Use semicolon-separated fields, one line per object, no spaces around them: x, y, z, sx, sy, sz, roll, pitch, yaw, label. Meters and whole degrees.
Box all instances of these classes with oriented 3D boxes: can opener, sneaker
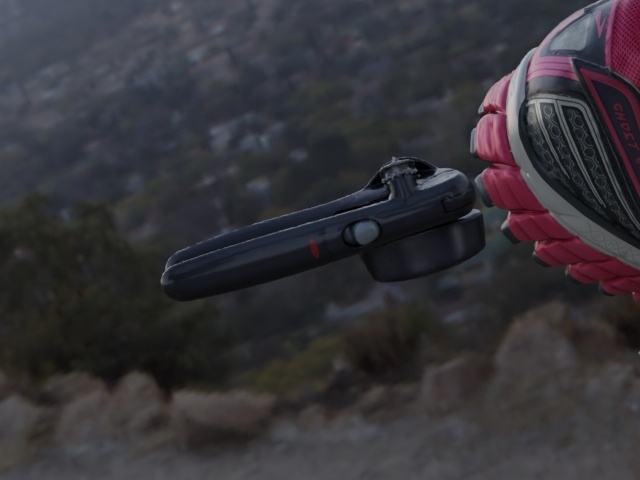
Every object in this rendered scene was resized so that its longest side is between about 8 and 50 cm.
0.000;0.000;0.970;0.186;0.073;0.059;-14;7;-1;can opener
0.210;0.002;0.696;0.112;0.299;0.121;-46;24;56;sneaker
